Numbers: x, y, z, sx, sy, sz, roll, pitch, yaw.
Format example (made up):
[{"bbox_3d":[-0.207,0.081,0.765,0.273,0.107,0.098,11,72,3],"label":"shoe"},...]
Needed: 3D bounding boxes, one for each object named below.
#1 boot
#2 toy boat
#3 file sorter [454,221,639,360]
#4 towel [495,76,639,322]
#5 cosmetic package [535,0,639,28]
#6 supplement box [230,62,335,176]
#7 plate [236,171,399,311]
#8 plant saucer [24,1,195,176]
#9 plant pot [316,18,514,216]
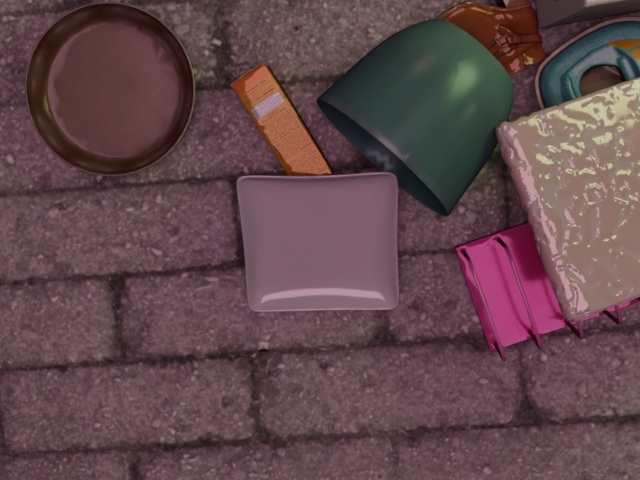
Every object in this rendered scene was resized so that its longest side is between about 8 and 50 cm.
[{"bbox_3d":[0.289,-0.350,1.705,0.197,0.073,0.152,-22,98,8],"label":"boot"},{"bbox_3d":[0.534,-0.222,1.661,0.267,0.148,0.318,-29,93,6],"label":"toy boat"},{"bbox_3d":[0.408,0.067,1.680,0.291,0.182,0.202,-19,94,5],"label":"file sorter"},{"bbox_3d":[0.473,-0.077,1.550,0.317,0.053,0.332,-20,86,-8],"label":"towel"},{"bbox_3d":[0.488,-0.444,1.588,0.225,0.224,0.138,-9,95,-6],"label":"cosmetic package"},{"bbox_3d":[-0.065,-0.197,1.739,0.080,0.078,0.233,-34,92,6],"label":"supplement box"},{"bbox_3d":[0.000,0.000,1.731,0.278,0.045,0.277,-1,118,4],"label":"plate"},{"bbox_3d":[-0.376,-0.272,1.766,0.311,0.050,0.310,0,95,5],"label":"plant saucer"},{"bbox_3d":[0.180,-0.222,1.625,0.293,0.293,0.235,42,89,-1],"label":"plant pot"}]
